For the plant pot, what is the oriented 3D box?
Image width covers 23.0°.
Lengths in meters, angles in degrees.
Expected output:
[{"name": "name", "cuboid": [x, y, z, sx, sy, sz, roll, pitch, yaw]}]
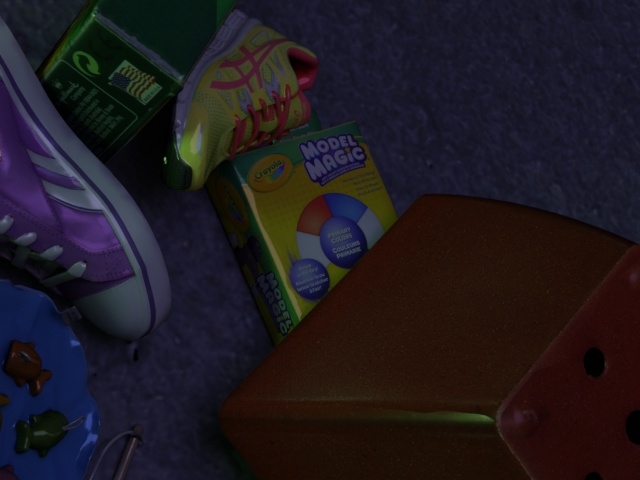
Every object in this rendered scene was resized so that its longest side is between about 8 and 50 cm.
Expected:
[{"name": "plant pot", "cuboid": [0.141, 0.132, 1.107, 0.267, 0.236, 0.267, -45, 109, -28]}]

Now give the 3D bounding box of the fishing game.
[{"name": "fishing game", "cuboid": [-0.199, 0.117, 1.010, 0.264, 0.041, 0.189, 51, 48, -43]}]

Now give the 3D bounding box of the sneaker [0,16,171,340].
[{"name": "sneaker", "cuboid": [-0.230, -0.019, 1.061, 0.282, 0.102, 0.161, 54, 50, -11]}]

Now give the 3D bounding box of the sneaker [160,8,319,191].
[{"name": "sneaker", "cuboid": [-0.055, -0.102, 1.178, 0.094, 0.081, 0.208, 21, 42, 4]}]

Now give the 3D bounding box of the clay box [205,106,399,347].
[{"name": "clay box", "cuboid": [0.000, 0.000, 1.228, 0.127, 0.053, 0.222, -20, 83, -34]}]

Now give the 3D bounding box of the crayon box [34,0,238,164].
[{"name": "crayon box", "cuboid": [-0.099, -0.207, 1.162, 0.081, 0.202, 0.318, 37, 57, -13]}]
